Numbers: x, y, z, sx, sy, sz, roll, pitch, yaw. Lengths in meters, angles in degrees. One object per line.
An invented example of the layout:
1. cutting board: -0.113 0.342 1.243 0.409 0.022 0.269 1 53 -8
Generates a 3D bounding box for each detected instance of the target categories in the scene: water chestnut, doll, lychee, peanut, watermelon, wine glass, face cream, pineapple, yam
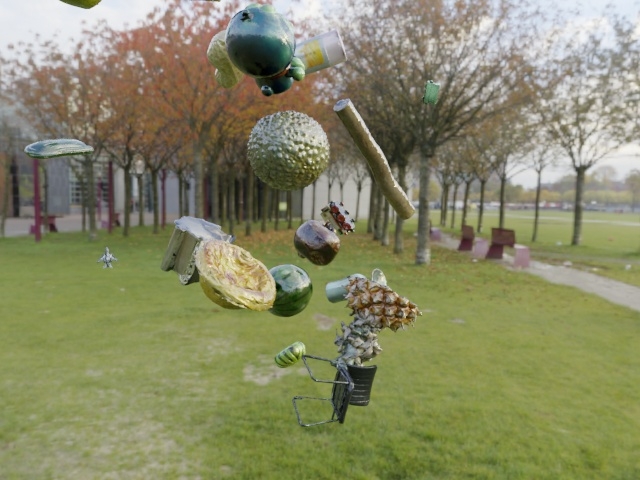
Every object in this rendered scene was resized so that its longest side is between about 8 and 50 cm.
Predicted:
1. water chestnut: 0.000 0.000 2.476 0.224 0.238 0.223 40 -6 5
2. doll: -0.157 -0.542 1.554 0.199 0.186 0.322 12 -20 25
3. lychee: -0.100 -0.276 1.666 0.256 0.255 0.274 2 4 6
4. peanut: -0.369 -0.699 2.110 0.136 0.120 0.298 -4 -19 -4
5. watermelon: -0.130 0.182 1.880 0.188 0.187 0.215 5 36 43
6. wine glass: 0.135 0.184 2.106 0.231 0.103 0.103 -19 -9 35
7. face cream: -0.053 -0.600 1.773 0.270 0.107 0.073 -17 15 6
8. pineapple: 0.136 0.277 1.614 0.263 0.271 0.262 26 -12 6
9. yam: 0.114 -0.156 1.096 0.045 0.326 0.045 -32 42 9

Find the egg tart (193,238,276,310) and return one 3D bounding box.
1. egg tart: -0.269 0.119 1.616 0.295 0.116 0.294 35 18 -14

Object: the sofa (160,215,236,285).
1. sofa: -0.475 0.035 2.022 0.182 0.199 0.258 27 14 19

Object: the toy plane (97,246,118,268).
1. toy plane: -0.838 0.069 2.118 0.079 0.083 0.031 -4 13 -28

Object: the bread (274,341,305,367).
1. bread: -0.115 0.446 2.089 0.139 0.071 0.130 -38 -15 28

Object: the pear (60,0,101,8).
1. pear: -0.856 -0.917 1.829 0.213 0.212 0.269 4 -35 36

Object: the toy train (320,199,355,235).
1. toy train: 0.064 -0.077 1.933 0.087 0.137 0.050 -31 7 38

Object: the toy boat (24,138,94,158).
1. toy boat: -0.784 -0.275 1.614 0.104 0.052 0.210 23 22 17

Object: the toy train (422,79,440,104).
1. toy train: 0.426 -0.569 2.076 0.057 0.093 0.038 12 28 9

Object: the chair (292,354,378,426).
1. chair: 0.054 0.396 1.407 0.221 0.140 0.145 9 12 -16
